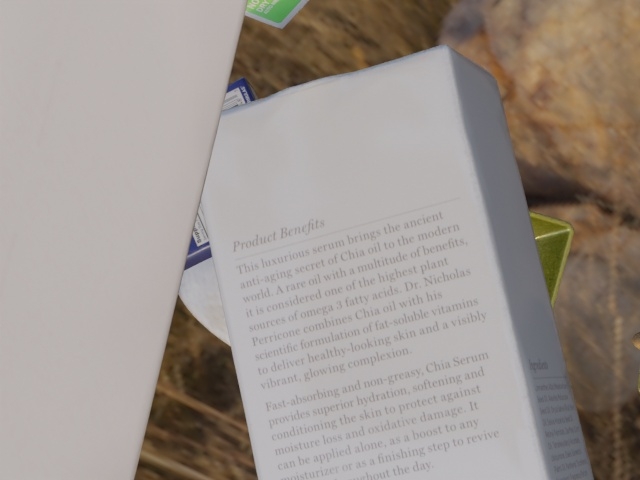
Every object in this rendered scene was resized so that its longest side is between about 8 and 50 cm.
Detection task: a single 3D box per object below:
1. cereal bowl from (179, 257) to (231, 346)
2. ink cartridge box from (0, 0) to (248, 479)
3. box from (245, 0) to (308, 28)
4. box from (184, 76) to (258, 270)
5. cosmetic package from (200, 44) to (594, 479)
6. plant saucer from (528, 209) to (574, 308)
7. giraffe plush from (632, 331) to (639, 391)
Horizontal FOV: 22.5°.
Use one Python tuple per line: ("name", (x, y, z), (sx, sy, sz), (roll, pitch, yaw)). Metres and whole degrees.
("cereal bowl", (0.000, 0.000, 1.886), (0.339, 0.339, 0.141), (61, 142, 45))
("ink cartridge box", (-0.225, -0.022, 0.710), (0.395, 0.166, 0.285), (0, 75, 51))
("box", (-0.008, -0.346, 1.291), (0.262, 0.127, 0.231), (-41, 36, 44))
("box", (-0.140, -0.040, 1.488), (0.225, 0.036, 0.136), (-26, 73, 6))
("cosmetic package", (0.066, 0.100, 1.274), (0.230, 0.161, 0.453), (-15, 81, 20))
("plant saucer", (0.155, 0.049, 1.673), (0.045, 0.188, 0.188), (15, 90, 64))
("giraffe plush", (0.372, 0.088, 1.473), (0.181, 0.210, 0.170), (-38, 9, -31))
